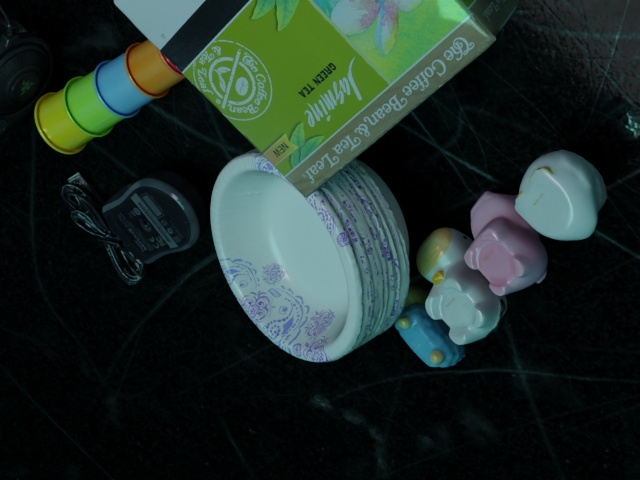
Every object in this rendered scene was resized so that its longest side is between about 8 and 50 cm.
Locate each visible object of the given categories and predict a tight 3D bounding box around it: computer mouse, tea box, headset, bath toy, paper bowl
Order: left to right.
[{"bbox_3d":[-0.450,-0.300,1.775,0.243,0.185,0.394,54,146,-1],"label":"headset"},{"bbox_3d":[-0.247,-0.042,1.850,0.272,0.072,0.188,-15,113,50],"label":"computer mouse"},{"bbox_3d":[0.000,0.000,1.640,0.284,0.148,0.284,32,135,37],"label":"paper bowl"},{"bbox_3d":[0.012,-0.287,1.420,0.323,0.220,0.329,44,132,-7],"label":"tea box"},{"bbox_3d":[0.222,0.008,1.561,0.151,0.129,0.348,54,133,15],"label":"bath toy"}]

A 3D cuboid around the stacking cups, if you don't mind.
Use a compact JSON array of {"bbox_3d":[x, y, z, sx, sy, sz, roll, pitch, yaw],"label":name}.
[{"bbox_3d":[-0.249,-0.216,1.728,0.316,0.096,0.096,-23,106,34],"label":"stacking cups"}]
